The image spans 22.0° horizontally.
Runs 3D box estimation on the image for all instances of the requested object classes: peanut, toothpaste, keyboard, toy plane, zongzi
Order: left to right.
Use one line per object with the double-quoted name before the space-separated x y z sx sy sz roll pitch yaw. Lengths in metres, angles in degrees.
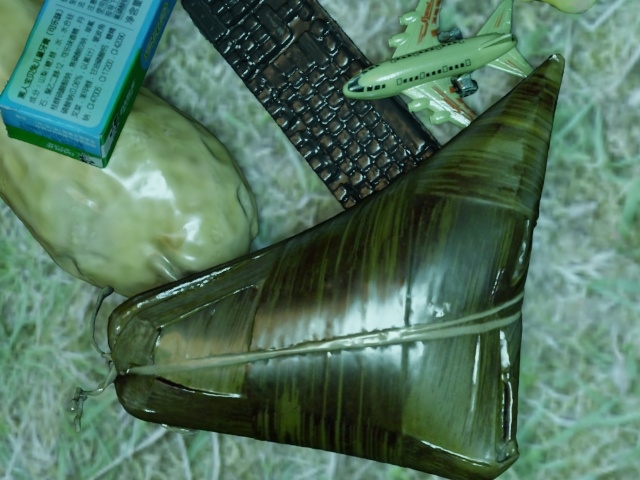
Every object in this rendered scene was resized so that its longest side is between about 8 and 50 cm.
"peanut" -0.159 -0.068 1.020 0.290 0.130 0.130 43 107 14
"toothpaste" -0.109 -0.174 0.967 0.065 0.050 0.266 19 70 2
"zongzi" 0.000 0.000 0.914 0.248 0.111 0.241 8 93 1
"keyboard" 0.001 -0.089 0.997 0.072 0.023 0.231 -44 71 17
"toy plane" 0.067 -0.101 0.950 0.111 0.040 0.102 -18 79 6

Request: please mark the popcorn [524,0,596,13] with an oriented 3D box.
"popcorn" 0.060 -0.242 0.874 0.212 0.259 0.259 20 98 49
